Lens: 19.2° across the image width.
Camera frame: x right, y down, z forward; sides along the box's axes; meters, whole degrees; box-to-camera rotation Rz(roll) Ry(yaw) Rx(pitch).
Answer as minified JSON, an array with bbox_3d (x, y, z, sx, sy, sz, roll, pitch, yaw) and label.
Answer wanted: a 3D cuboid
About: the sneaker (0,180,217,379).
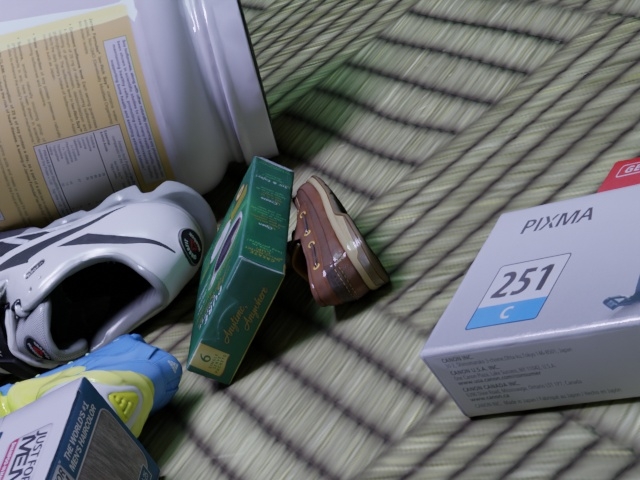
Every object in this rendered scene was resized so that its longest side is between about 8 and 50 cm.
[{"bbox_3d":[-0.252,0.060,1.653,0.330,0.122,0.146,-27,22,23],"label":"sneaker"}]

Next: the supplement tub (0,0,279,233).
[{"bbox_3d":[-0.223,-0.134,1.762,0.331,0.241,0.241,-14,24,1],"label":"supplement tub"}]

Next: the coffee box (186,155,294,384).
[{"bbox_3d":[-0.062,0.021,1.501,0.184,0.040,0.113,-87,22,-64],"label":"coffee box"}]

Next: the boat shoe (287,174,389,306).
[{"bbox_3d":[0.000,0.000,1.481,0.060,0.064,0.178,-34,25,1],"label":"boat shoe"}]

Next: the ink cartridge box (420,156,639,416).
[{"bbox_3d":[0.235,-0.014,1.165,0.296,0.066,0.261,-12,33,45],"label":"ink cartridge box"}]

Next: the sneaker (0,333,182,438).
[{"bbox_3d":[-0.195,0.136,1.499,0.240,0.091,0.126,-13,13,45],"label":"sneaker"}]

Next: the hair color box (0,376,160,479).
[{"bbox_3d":[-0.293,0.248,1.358,0.347,0.105,0.174,-28,24,21],"label":"hair color box"}]
